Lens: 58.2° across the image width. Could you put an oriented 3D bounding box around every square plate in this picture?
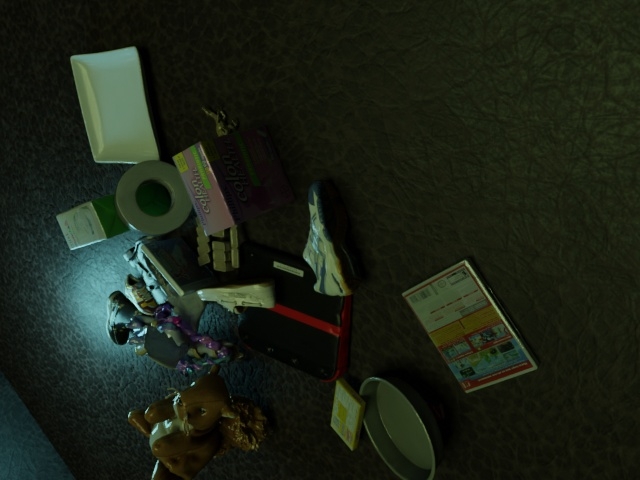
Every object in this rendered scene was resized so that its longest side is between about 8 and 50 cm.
[{"bbox_3d":[-0.632,-0.414,1.800,0.344,0.049,0.347,7,113,36],"label":"square plate"}]

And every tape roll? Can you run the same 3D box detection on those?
[{"bbox_3d":[-0.491,-0.123,1.697,0.072,0.219,0.219,-13,102,66],"label":"tape roll"}]

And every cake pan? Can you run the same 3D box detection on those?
[{"bbox_3d":[0.207,0.479,1.475,0.293,0.054,0.293,37,137,46],"label":"cake pan"}]

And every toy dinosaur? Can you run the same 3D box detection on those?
[{"bbox_3d":[-0.263,-0.299,1.576,0.093,0.053,0.183,-31,81,57],"label":"toy dinosaur"}]

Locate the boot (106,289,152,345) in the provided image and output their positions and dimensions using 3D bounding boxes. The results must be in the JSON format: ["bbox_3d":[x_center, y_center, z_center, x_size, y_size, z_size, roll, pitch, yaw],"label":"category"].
[{"bbox_3d":[-0.711,0.319,2.149,0.179,0.085,0.236,21,120,27],"label":"boot"}]

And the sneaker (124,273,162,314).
[{"bbox_3d":[-0.634,0.192,2.045,0.185,0.069,0.084,30,130,23],"label":"sneaker"}]

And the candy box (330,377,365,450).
[{"bbox_3d":[0.076,0.491,1.621,0.105,0.027,0.206,39,138,37],"label":"candy box"}]

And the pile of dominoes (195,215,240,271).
[{"bbox_3d":[-0.298,-0.036,1.714,0.196,0.040,0.251,6,101,42],"label":"pile of dominoes"}]

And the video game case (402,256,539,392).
[{"bbox_3d":[0.340,0.201,1.331,0.204,0.025,0.285,-36,85,41],"label":"video game case"}]

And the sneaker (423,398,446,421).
[{"bbox_3d":[0.272,0.422,1.473,0.118,0.067,0.042,-133,40,-52],"label":"sneaker"}]

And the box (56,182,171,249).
[{"bbox_3d":[-0.645,-0.084,1.809,0.231,0.262,0.126,-13,101,39],"label":"box"}]

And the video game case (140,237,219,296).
[{"bbox_3d":[-0.428,0.077,1.765,0.201,0.183,0.023,47,112,12],"label":"video game case"}]

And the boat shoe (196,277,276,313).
[{"bbox_3d":[-0.245,0.167,1.652,0.277,0.098,0.096,-6,99,36],"label":"boat shoe"}]

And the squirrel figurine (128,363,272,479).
[{"bbox_3d":[-0.358,0.561,1.832,0.370,0.397,0.281,-55,44,28],"label":"squirrel figurine"}]

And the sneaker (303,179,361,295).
[{"bbox_3d":[0.000,0.000,1.435,0.131,0.112,0.296,-9,95,38],"label":"sneaker"}]

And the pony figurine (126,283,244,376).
[{"bbox_3d":[-0.462,0.305,1.863,0.363,0.302,0.351,-9,135,36],"label":"pony figurine"}]

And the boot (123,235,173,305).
[{"bbox_3d":[-0.538,0.094,1.932,0.263,0.091,0.229,-32,93,45],"label":"boot"}]

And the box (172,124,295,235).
[{"bbox_3d":[-0.212,-0.157,1.458,0.117,0.243,0.213,-17,97,41],"label":"box"}]

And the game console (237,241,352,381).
[{"bbox_3d":[-0.084,0.202,1.646,0.387,0.060,0.342,16,112,31],"label":"game console"}]
